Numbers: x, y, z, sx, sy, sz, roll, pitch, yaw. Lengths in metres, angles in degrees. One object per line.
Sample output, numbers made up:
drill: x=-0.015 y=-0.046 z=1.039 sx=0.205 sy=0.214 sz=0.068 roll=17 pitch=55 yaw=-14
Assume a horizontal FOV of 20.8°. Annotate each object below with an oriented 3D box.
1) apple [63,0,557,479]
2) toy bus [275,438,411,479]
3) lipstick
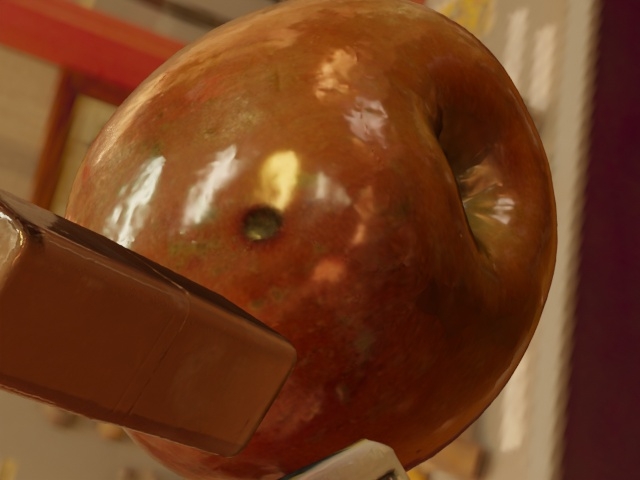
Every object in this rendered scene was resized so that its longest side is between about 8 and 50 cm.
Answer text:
apple: x=0.000 y=0.000 z=0.842 sx=0.253 sy=0.253 sz=0.253 roll=-45 pitch=35 yaw=44
toy bus: x=0.045 y=0.242 z=0.584 sx=0.097 sy=0.138 sz=0.342 roll=-33 pitch=86 yaw=42
lipstick: x=-0.062 y=0.023 z=0.486 sx=0.045 sy=0.145 sz=0.045 roll=30 pitch=90 yaw=30
